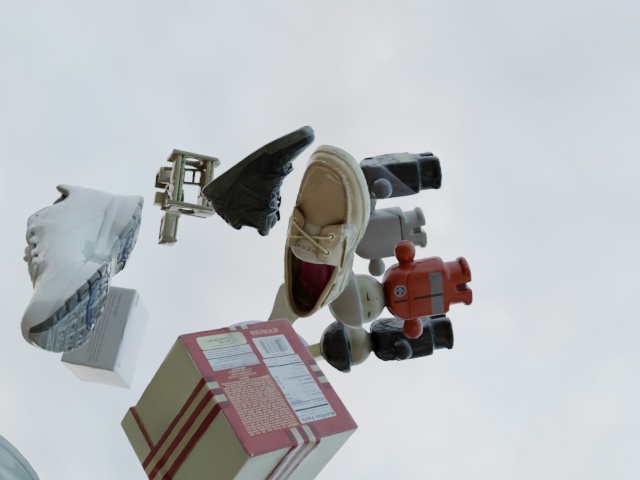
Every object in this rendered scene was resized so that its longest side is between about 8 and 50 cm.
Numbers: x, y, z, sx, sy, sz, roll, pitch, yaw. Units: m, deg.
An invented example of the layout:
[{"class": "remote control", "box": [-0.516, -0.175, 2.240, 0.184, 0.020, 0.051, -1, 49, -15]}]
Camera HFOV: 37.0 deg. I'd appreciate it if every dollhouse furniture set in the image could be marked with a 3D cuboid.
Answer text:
[{"class": "dollhouse furniture set", "box": [-0.269, -0.062, 1.879, 0.161, 0.101, 0.182, 148, -51, -64]}]

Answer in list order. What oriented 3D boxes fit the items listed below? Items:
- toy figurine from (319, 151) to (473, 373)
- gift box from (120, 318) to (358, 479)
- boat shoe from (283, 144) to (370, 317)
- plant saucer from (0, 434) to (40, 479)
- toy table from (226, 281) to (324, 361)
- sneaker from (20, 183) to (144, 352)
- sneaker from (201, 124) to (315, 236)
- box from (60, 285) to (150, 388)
[{"class": "toy figurine", "box": [0.062, 0.023, 1.032, 0.213, 0.148, 0.210, 93, -13, -66]}, {"class": "gift box", "box": [-0.135, 0.278, 1.468, 0.258, 0.255, 0.276, -56, -129, 32]}, {"class": "boat shoe", "box": [0.000, 0.000, 0.803, 0.063, 0.059, 0.170, 22, -45, 19]}, {"class": "plant saucer", "box": [-0.470, 0.393, 1.080, 0.100, 0.400, 0.401, -6, -73, 50]}, {"class": "toy table", "box": [-0.078, 0.219, 1.809, 0.161, 0.274, 0.252, -27, -102, 45]}, {"class": "sneaker", "box": [-0.312, 0.029, 1.169, 0.129, 0.297, 0.111, 17, -60, -4]}, {"class": "sneaker", "box": [-0.080, -0.094, 1.602, 0.227, 0.087, 0.130, -35, -89, 18]}, {"class": "box", "box": [-0.453, 0.204, 2.036, 0.119, 0.181, 0.182, 10, -21, 4]}]
